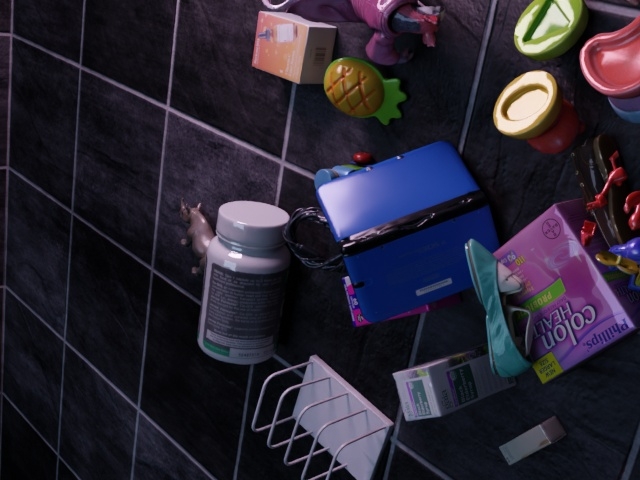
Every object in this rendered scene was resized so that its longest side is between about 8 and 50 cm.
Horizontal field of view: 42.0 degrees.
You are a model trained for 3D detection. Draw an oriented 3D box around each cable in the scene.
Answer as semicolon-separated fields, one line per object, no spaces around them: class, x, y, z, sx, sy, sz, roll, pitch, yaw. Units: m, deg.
cable;0.000;0.000;1.907;0.184;0.047;0.150;11;122;19

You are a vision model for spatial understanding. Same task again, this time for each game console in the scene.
game console;0.172;-0.020;1.617;0.173;0.293;0.250;-117;8;-69

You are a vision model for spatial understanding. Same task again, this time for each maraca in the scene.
maraca;0.091;-0.312;1.741;0.186;0.099;0.127;24;129;14

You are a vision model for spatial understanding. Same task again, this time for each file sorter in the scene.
file sorter;-0.006;0.437;1.937;0.278;0.173;0.192;37;123;36

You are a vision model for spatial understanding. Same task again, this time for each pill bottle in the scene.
pill bottle;-0.183;0.101;2.030;0.204;0.204;0.361;28;118;40

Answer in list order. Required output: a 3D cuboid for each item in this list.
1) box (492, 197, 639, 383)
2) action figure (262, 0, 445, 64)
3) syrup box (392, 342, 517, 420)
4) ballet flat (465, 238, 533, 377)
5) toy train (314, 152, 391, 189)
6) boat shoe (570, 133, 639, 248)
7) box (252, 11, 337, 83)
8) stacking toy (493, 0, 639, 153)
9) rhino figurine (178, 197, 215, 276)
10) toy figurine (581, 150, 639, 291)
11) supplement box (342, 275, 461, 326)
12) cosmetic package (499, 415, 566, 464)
box;0.426;0.087;1.448;0.213;0.117;0.243;-45;66;42
action figure;0.104;-0.475;1.581;0.370;0.276;0.248;48;124;47
syrup box;0.256;0.262;1.575;0.096;0.237;0.093;-22;81;47
ballet flat;0.318;0.111;1.437;0.087;0.083;0.247;-14;88;23
toy train;0.115;-0.109;1.716;0.248;0.143;0.105;19;112;43
boat shoe;0.477;-0.072;1.399;0.073;0.073;0.207;-24;73;50
box;-0.061;-0.434;1.876;0.170;0.091;0.130;28;117;40
stacking toy;0.455;-0.290;1.370;0.309;0.130;0.279;-15;55;43
rhino figurine;-0.328;-0.011;2.259;0.106;0.073;0.243;-42;66;47
toy figurine;0.578;0.022;1.278;0.363;0.217;0.191;13;71;13
supplement box;0.166;0.102;1.731;0.220;0.114;0.111;-19;83;45
cosmetic package;0.401;0.379;1.576;0.115;0.060;0.041;-46;66;43
